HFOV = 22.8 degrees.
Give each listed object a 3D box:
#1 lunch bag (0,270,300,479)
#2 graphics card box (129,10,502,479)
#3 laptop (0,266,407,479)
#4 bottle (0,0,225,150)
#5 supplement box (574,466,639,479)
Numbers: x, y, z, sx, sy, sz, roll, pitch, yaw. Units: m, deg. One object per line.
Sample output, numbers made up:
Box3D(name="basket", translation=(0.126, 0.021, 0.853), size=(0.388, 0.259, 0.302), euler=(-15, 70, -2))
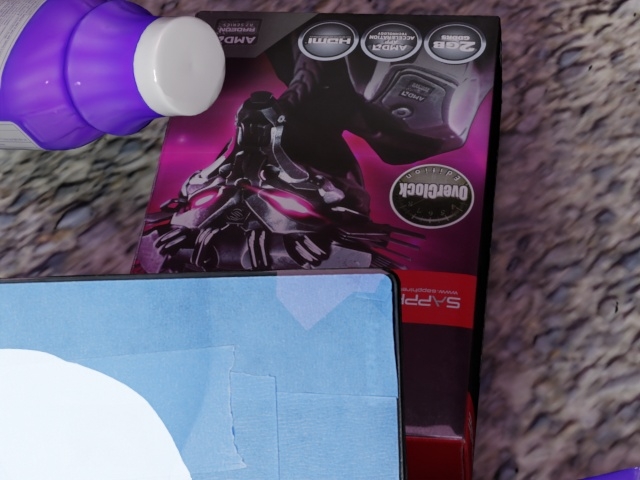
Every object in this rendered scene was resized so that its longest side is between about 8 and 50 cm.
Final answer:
Box3D(name="lunch bag", translation=(-0.132, 0.148, 0.896), size=(0.303, 0.115, 0.243), euler=(-10, 92, 9))
Box3D(name="graphics card box", translation=(0.000, 0.000, 1.075), size=(0.233, 0.094, 0.371), euler=(3, 50, 10))
Box3D(name="laptop", translation=(-0.170, 0.207, 0.725), size=(0.236, 0.408, 0.382), euler=(-3, 88, 38))
Box3D(name="bottle", translation=(-0.189, -0.122, 1.135), size=(0.283, 0.092, 0.118), euler=(3, 56, 41))
Box3D(name="supplement box", translation=(0.128, 0.243, 0.811), size=(0.111, 0.114, 0.220), euler=(-21, 31, 41))
